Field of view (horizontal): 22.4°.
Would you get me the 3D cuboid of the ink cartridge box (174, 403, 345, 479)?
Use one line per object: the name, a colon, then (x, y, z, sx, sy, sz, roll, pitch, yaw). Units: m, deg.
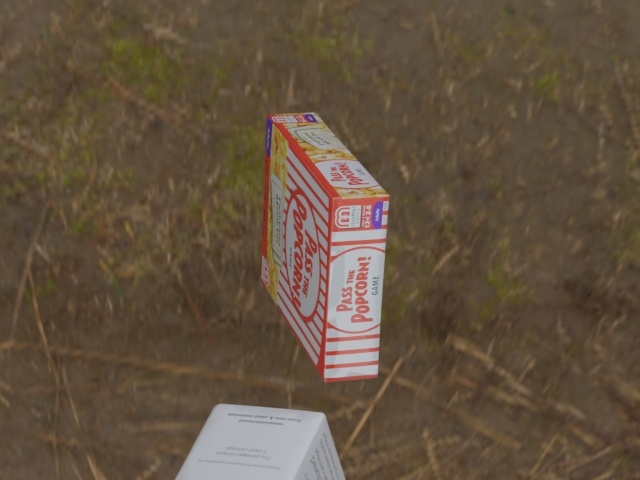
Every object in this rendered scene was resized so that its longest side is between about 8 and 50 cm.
ink cartridge box: (-0.030, 0.136, 0.609, 0.052, 0.088, 0.122, 2, 40, 25)

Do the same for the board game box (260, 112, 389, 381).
board game box: (0.000, 0.000, 1.240, 0.045, 0.146, 0.193, -4, 22, -16)
